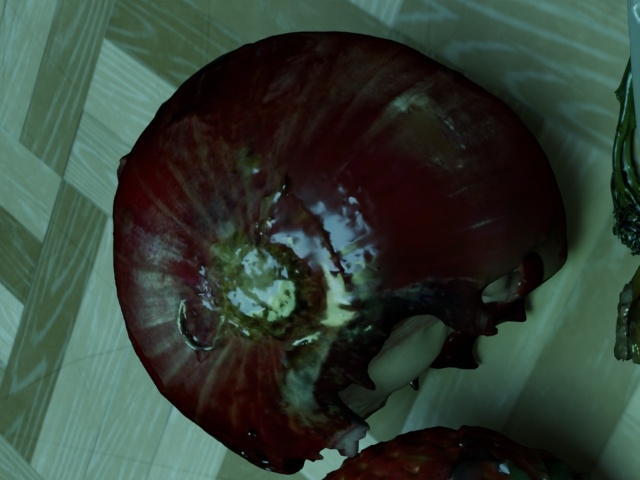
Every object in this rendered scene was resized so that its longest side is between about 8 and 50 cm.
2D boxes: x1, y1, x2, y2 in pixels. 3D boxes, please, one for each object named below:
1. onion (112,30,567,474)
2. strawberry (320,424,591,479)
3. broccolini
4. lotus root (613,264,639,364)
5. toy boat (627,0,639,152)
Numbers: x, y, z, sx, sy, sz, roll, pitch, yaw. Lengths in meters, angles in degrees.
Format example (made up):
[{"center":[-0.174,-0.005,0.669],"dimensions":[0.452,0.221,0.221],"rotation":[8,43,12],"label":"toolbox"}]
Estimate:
[{"center":[-0.005,0.004,0.973],"dimensions":[0.341,0.341,0.341],"rotation":[6,100,40],"label":"onion"},{"center":[0.107,0.277,0.980],"dimensions":[0.288,0.239,0.250],"rotation":[-45,37,43],"label":"strawberry"},{"center":[0.228,-0.086,0.948],"dimensions":[0.052,0.054,0.194],"rotation":[0,94,59],"label":"broccolini"},{"center":[0.326,0.028,0.818],"dimensions":[0.303,0.131,0.146],"rotation":[-17,99,40],"label":"lotus root"},{"center":[0.257,-0.086,0.806],"dimensions":[0.129,0.088,0.295],"rotation":[-23,51,40],"label":"toy boat"}]
